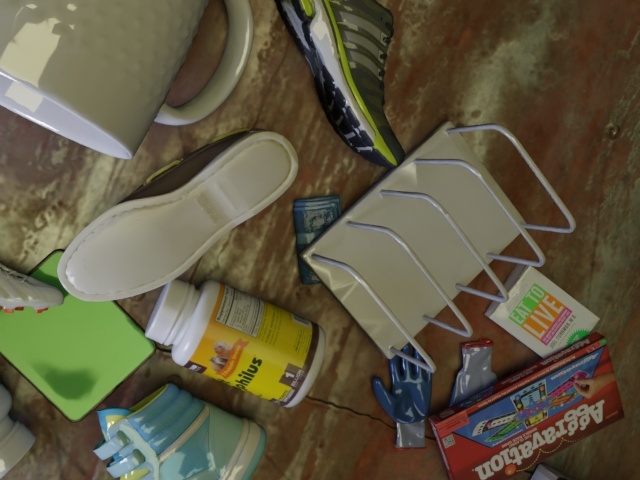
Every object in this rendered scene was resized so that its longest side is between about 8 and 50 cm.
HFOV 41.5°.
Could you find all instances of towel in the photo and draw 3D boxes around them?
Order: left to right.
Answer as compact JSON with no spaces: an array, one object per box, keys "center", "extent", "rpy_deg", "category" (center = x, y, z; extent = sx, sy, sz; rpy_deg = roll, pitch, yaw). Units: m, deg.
[{"center":[0.000,0.000,1.139],"extent":[0.067,0.029,0.119],"rpy_deg":[-7,98,-10],"category":"towel"}]

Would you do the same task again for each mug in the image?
[{"center":[-0.227,-0.278,0.962],"extent":[0.374,0.276,0.328],"rpy_deg":[32,81,-43],"category":"mug"}]

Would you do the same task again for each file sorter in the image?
[{"center":[0.156,0.004,1.083],"extent":[0.278,0.173,0.193],"rpy_deg":[-43,106,-11],"category":"file sorter"}]

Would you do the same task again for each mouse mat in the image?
[{"center":[-0.328,0.125,1.096],"extent":[0.152,0.007,0.189],"rpy_deg":[-42,103,-5],"category":"mouse mat"}]

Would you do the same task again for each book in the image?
[{"center":[0.319,0.110,1.220],"extent":[0.144,0.035,0.096],"rpy_deg":[35,91,-15],"category":"book"}]

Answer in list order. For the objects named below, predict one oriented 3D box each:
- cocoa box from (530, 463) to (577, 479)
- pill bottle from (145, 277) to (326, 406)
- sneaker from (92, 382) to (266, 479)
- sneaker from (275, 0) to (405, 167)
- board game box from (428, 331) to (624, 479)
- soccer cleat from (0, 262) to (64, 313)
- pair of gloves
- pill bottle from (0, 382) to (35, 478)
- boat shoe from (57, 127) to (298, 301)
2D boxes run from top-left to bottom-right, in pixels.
[{"center":[0.360,0.540,1.173],"extent":[0.231,0.228,0.347],"rpy_deg":[30,89,-13],"category":"cocoa box"},{"center":[-0.109,0.125,1.085],"extent":[0.215,0.117,0.117],"rpy_deg":[24,91,-13],"category":"pill bottle"},{"center":[-0.232,0.326,1.067],"extent":[0.208,0.127,0.319],"rpy_deg":[36,69,-12],"category":"sneaker"},{"center":[0.051,-0.235,1.087],"extent":[0.121,0.111,0.300],"rpy_deg":[-27,103,-12],"category":"sneaker"},{"center":[0.301,0.254,1.214],"extent":[0.281,0.027,0.145],"rpy_deg":[-25,112,-11],"category":"board game box"},{"center":[-0.413,0.044,1.036],"extent":[0.196,0.068,0.076],"rpy_deg":[9,88,-7],"category":"soccer cleat"},{"center":[0.170,0.220,1.204],"extent":[0.198,0.023,0.159],"rpy_deg":[-2,95,-13],"category":"pair of gloves"},{"center":[-0.455,0.194,1.016],"extent":[0.124,0.124,0.221],"rpy_deg":[-41,102,-5],"category":"pill bottle"},{"center":[-0.181,-0.038,1.063],"extent":[0.324,0.097,0.116],"rpy_deg":[-34,113,-5],"category":"boat shoe"}]
